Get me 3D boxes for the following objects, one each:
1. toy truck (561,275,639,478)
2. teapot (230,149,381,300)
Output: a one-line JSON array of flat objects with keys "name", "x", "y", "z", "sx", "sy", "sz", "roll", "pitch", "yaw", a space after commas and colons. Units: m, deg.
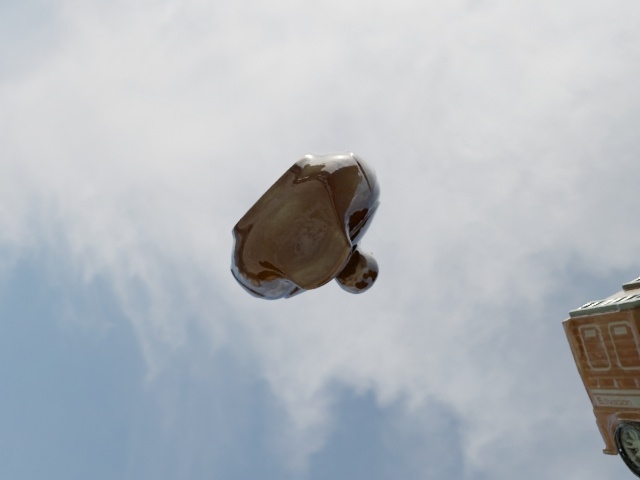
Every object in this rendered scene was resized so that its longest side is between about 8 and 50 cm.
[{"name": "toy truck", "x": 0.318, "y": 0.087, "z": 0.633, "sx": 0.162, "sy": 0.136, "sz": 0.305, "roll": 66, "pitch": -18, "yaw": 3}, {"name": "teapot", "x": 0.000, "y": 0.000, "z": 0.471, "sx": 0.078, "sy": 0.129, "sz": 0.098, "roll": 44, "pitch": -86, "yaw": -2}]
